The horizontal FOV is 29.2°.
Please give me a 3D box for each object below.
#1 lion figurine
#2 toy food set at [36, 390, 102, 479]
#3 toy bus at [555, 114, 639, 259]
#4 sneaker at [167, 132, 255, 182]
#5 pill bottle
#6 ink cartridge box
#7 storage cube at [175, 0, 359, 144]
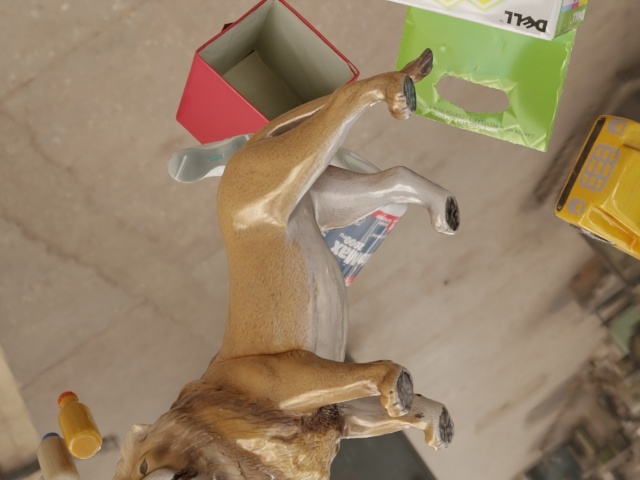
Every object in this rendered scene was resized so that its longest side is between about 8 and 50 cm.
[{"bbox_3d":[-0.027,0.043,0.933,0.240,0.392,0.142,-5,156,29],"label":"lion figurine"},{"bbox_3d":[-0.275,0.301,1.473,0.111,0.104,0.232,-30,122,-7],"label":"toy food set"},{"bbox_3d":[0.375,-0.001,1.133,0.333,0.130,0.108,24,94,-33],"label":"toy bus"},{"bbox_3d":[-0.116,-0.108,1.553,0.152,0.053,0.061,-6,-169,2],"label":"sneaker"},{"bbox_3d":[0.000,0.000,1.292,0.180,0.108,0.108,-53,155,18],"label":"pill bottle"},{"bbox_3d":[0.151,-0.220,1.177,0.097,0.189,0.255,-30,134,-59],"label":"ink cartridge box"},{"bbox_3d":[-0.087,-0.226,1.903,0.184,0.215,0.193,-43,172,-30],"label":"storage cube"}]
